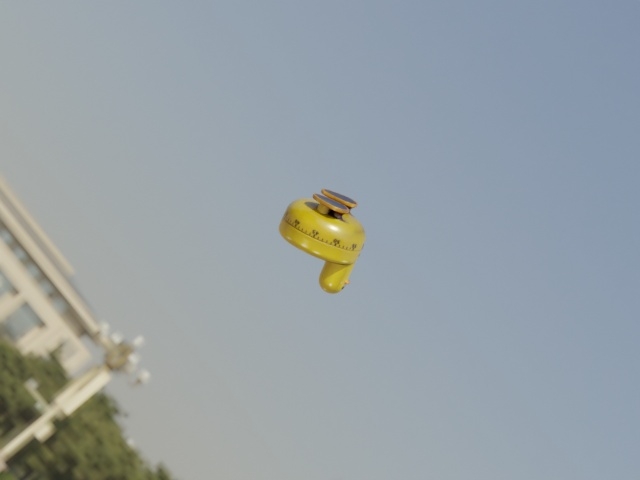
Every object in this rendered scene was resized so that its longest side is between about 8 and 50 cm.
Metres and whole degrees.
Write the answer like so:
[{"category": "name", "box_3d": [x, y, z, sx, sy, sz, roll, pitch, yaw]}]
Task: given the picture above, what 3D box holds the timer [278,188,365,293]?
[{"category": "timer", "box_3d": [0.000, 0.000, 1.763, 0.107, 0.109, 0.107, 23, 12, -5]}]
